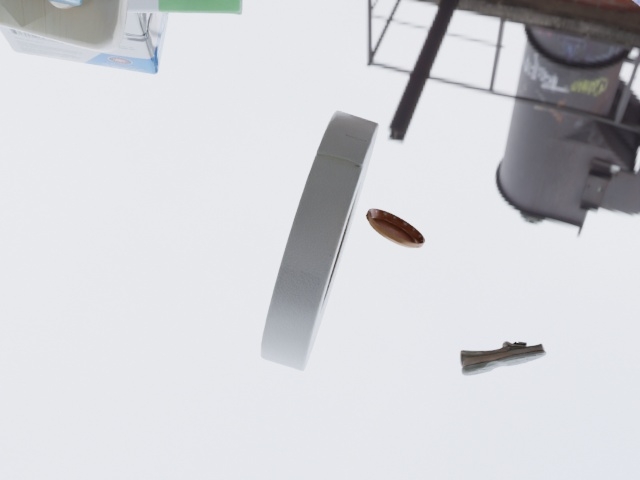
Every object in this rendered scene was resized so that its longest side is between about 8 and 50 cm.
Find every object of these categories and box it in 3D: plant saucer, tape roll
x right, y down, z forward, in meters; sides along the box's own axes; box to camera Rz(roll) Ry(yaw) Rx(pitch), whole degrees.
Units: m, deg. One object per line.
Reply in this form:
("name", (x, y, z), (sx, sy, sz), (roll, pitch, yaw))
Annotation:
("plant saucer", (0.095, -0.014, 1.266), (0.083, 0.083, 0.013), (37, -69, 21))
("tape roll", (0.000, 0.000, 1.478), (0.072, 0.392, 0.392), (17, -117, 3))

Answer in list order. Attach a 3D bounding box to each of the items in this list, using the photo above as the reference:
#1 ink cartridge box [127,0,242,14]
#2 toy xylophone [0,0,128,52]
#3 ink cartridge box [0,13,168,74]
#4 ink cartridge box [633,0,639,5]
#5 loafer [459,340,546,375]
("ink cartridge box", (-0.156, -0.206, 0.571), (0.212, 0.093, 0.154), (-3, -137, -10))
("toy xylophone", (-0.146, -0.120, 0.261), (0.236, 0.322, 0.081), (18, -84, 27))
("ink cartridge box", (-0.221, -0.232, 0.887), (0.148, 0.203, 0.086), (10, -102, -2))
("ink cartridge box", (0.487, -0.342, 1.226), (0.207, 0.046, 0.097), (-19, -142, -3))
("loafer", (0.259, 0.162, 1.424), (0.125, 0.045, 0.039), (-17, -113, 17))
